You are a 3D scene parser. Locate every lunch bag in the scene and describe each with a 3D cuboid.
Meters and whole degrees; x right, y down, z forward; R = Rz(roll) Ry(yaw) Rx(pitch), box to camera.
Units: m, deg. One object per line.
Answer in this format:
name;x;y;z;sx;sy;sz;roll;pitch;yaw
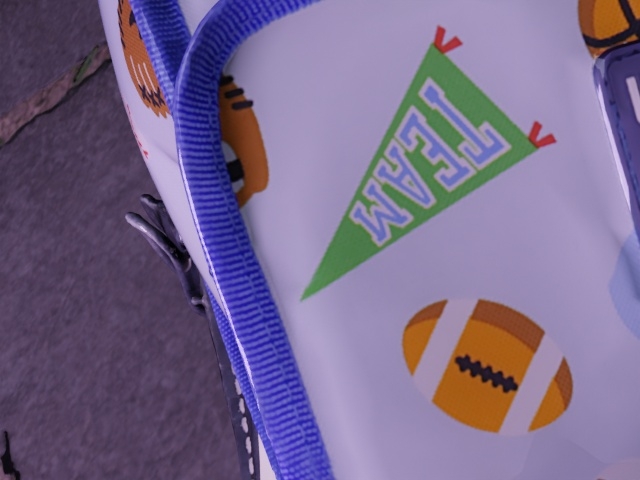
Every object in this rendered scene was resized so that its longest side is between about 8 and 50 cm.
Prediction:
lunch bag;0.089;-0.084;0.537;0.328;0.239;0.385;-18;63;-5

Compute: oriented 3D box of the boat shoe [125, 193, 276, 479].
boat shoe;0.000;0.000;0.750;0.156;0.187;0.500;-32;46;30
